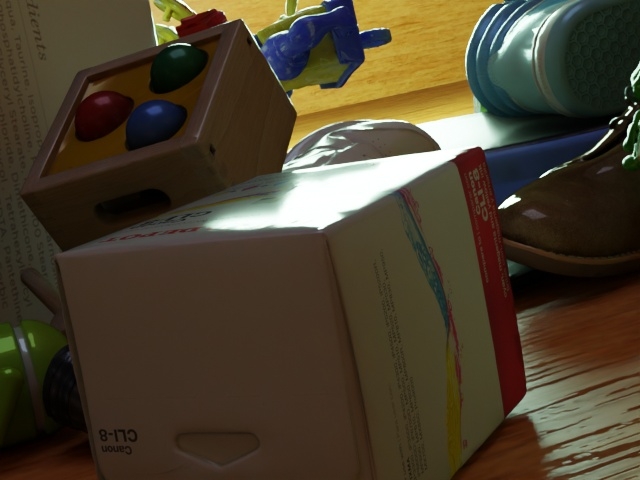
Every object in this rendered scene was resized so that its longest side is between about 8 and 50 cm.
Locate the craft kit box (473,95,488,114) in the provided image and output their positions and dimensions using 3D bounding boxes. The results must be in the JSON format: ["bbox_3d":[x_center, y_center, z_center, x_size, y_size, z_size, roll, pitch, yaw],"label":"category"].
[{"bbox_3d":[0.288,-0.160,1.429,0.247,0.061,0.250,-5,-7,4],"label":"craft kit box"}]

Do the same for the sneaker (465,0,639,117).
[{"bbox_3d":[0.270,-0.191,1.220,0.319,0.127,0.208,-15,11,-29],"label":"sneaker"}]

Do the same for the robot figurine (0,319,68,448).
[{"bbox_3d":[-0.182,0.081,0.731,0.115,0.067,0.101,-13,1,-17],"label":"robot figurine"}]

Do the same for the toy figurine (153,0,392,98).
[{"bbox_3d":[-0.031,-0.138,1.283,0.217,0.191,0.362,-21,-5,-12],"label":"toy figurine"}]

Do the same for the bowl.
[{"bbox_3d":[0.149,-0.065,1.223,0.391,0.077,0.391,-10,9,2],"label":"bowl"}]

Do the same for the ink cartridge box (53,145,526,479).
[{"bbox_3d":[-0.005,0.041,0.582,0.128,0.127,0.176,-6,11,27],"label":"ink cartridge box"}]

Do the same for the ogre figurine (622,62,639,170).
[{"bbox_3d":[0.261,-0.039,0.803,0.118,0.096,0.197,14,13,-17],"label":"ogre figurine"}]

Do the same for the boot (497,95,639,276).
[{"bbox_3d":[0.209,-0.057,0.918,0.112,0.115,0.305,24,29,32],"label":"boot"}]

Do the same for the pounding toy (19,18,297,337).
[{"bbox_3d":[-0.130,-0.026,0.821,0.181,0.094,0.206,-14,38,23],"label":"pounding toy"}]

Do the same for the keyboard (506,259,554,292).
[{"bbox_3d":[0.087,0.028,0.894,0.180,0.023,0.108,-18,18,-42],"label":"keyboard"}]

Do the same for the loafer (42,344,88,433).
[{"bbox_3d":[-0.066,0.070,0.734,0.061,0.062,0.170,25,34,36],"label":"loafer"}]

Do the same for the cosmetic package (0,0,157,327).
[{"bbox_3d":[-0.340,-0.066,1.004,0.329,0.327,0.394,-6,11,25],"label":"cosmetic package"}]

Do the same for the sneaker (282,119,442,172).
[{"bbox_3d":[0.000,0.000,0.925,0.305,0.114,0.152,-30,20,-37],"label":"sneaker"}]
